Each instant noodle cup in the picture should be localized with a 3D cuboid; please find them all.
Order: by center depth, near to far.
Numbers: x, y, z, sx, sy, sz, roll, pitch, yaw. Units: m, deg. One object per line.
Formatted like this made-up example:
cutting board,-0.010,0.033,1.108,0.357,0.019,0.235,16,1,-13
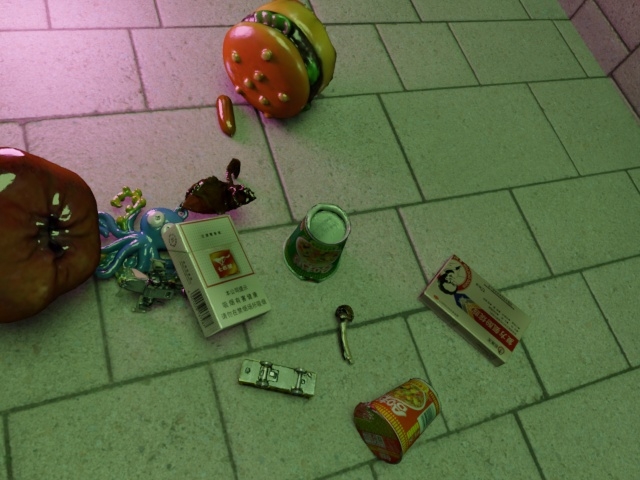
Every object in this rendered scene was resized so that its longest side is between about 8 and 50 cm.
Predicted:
instant noodle cup,0.236,0.507,1.540,0.212,0.193,0.193,-26,73,-34
instant noodle cup,0.000,0.000,1.688,0.207,0.232,0.207,7,63,-13

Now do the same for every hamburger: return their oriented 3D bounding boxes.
hamburger,-0.165,-0.647,1.891,0.396,0.395,0.277,38,60,5

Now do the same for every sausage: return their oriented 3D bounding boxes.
sausage,-0.348,-0.464,1.930,0.062,0.054,0.183,-14,68,8

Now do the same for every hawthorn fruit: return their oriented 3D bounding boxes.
hawthorn fruit,-0.821,-0.006,1.350,0.472,0.472,0.471,7,62,-13

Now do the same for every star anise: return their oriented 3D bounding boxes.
star anise,-0.316,-0.164,1.690,0.237,0.148,0.346,-6,24,15

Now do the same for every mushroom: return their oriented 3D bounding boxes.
mushroom,0.080,0.297,1.670,0.060,0.061,0.187,-2,75,-2

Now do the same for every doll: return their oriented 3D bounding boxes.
doll,-0.543,-0.005,1.607,0.346,0.099,0.341,42,60,3

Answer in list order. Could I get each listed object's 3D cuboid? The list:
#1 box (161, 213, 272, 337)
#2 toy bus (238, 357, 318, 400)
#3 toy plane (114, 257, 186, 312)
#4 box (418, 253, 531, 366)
box,-0.305,0.096,1.558,0.210,0.095,0.330,-14,75,-51
toy bus,-0.124,0.405,1.535,0.226,0.074,0.081,13,60,-9
toy plane,-0.452,0.143,1.538,0.262,0.192,0.088,16,25,-24
box,0.536,0.236,1.823,0.353,0.069,0.214,40,60,8
